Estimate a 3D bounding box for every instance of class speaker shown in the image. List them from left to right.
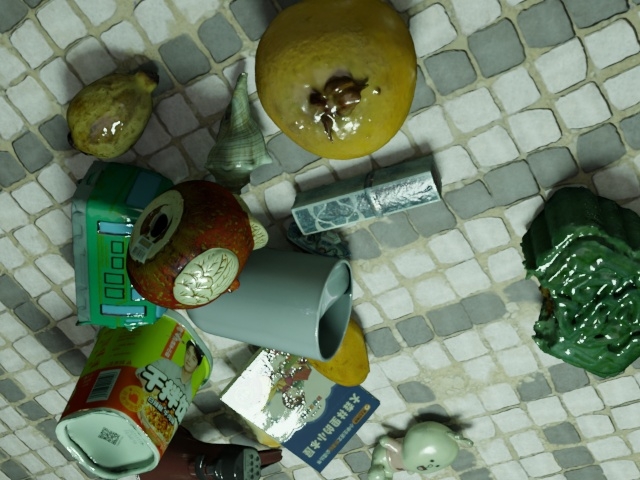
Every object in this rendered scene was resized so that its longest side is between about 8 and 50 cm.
[{"bbox_3d":[-0.253,0.566,1.775,0.330,0.198,0.259,-7,143,36],"label":"speaker"}]

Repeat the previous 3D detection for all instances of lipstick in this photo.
[{"bbox_3d":[0.085,-0.083,1.384,0.290,0.076,0.077,-14,121,22],"label":"lipstick"}]

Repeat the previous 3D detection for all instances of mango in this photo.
[{"bbox_3d":[0.034,0.237,1.586,0.147,0.109,0.227,-27,115,23],"label":"mango"}]

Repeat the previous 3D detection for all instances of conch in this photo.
[{"bbox_3d":[-0.150,-0.176,1.352,0.114,0.233,0.137,18,169,-25],"label":"conch"}]

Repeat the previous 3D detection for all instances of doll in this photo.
[{"bbox_3d":[0.229,0.503,1.733,0.275,0.113,0.155,-33,121,21],"label":"doll"}]

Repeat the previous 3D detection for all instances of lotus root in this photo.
[{"bbox_3d":[-0.387,-0.241,1.348,0.138,0.138,0.214,41,110,-16],"label":"lotus root"}]

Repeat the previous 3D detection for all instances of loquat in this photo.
[{"bbox_3d":[0.030,-0.264,1.163,0.275,0.274,0.274,5,124,8],"label":"loquat"}]

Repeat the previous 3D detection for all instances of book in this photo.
[{"bbox_3d":[-0.044,0.374,1.687,0.322,0.018,0.228,40,93,-15],"label":"book"}]

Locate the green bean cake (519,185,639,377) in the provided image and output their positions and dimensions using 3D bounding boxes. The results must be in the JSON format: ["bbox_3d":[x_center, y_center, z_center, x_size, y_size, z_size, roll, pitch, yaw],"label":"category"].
[{"bbox_3d":[0.508,0.091,1.362,0.300,0.169,0.307,25,126,-6],"label":"green bean cake"}]

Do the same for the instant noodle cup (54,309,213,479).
[{"bbox_3d":[-0.425,0.348,1.631,0.294,0.307,0.293,6,124,8],"label":"instant noodle cup"}]

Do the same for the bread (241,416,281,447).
[{"bbox_3d":[-0.125,0.428,1.759,0.119,0.084,0.177,-17,118,14],"label":"bread"}]

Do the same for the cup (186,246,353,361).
[{"bbox_3d":[-0.106,0.112,1.456,0.312,0.205,0.205,10,126,20],"label":"cup"}]

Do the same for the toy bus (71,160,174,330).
[{"bbox_3d":[-0.398,0.020,1.487,0.200,0.183,0.343,8,126,-4],"label":"toy bus"}]

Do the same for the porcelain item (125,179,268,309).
[{"bbox_3d":[-0.213,0.022,1.291,0.253,0.253,0.252,5,124,8],"label":"porcelain item"}]

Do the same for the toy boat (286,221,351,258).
[{"bbox_3d":[0.000,0.000,1.464,0.140,0.059,0.066,26,140,-9],"label":"toy boat"}]
